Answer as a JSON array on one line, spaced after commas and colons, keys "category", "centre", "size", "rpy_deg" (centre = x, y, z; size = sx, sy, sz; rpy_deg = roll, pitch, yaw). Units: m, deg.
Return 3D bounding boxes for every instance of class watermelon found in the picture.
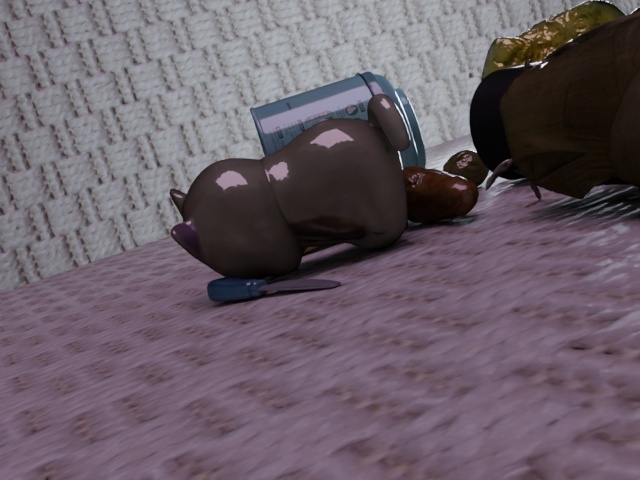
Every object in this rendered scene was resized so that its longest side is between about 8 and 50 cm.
[{"category": "watermelon", "centre": [0.529, -0.335, 1.804], "size": [0.331, 0.330, 0.189], "rpy_deg": [-13, -6, 32]}]

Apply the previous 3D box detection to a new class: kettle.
[{"category": "kettle", "centre": [0.449, -0.196, 1.441], "size": [0.308, 0.262, 0.203], "rpy_deg": [-1, 52, 56]}]

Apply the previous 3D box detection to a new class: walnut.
[{"category": "walnut", "centre": [0.285, -0.138, 1.656], "size": [0.092, 0.092, 0.092], "rpy_deg": [-17, 7, 2]}]

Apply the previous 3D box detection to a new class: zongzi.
[{"category": "zongzi", "centre": [0.297, -0.128, 0.947], "size": [0.500, 0.218, 0.467], "rpy_deg": [-11, 10, 45]}]

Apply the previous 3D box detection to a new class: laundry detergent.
[{"category": "laundry detergent", "centre": [0.043, -0.183, 1.747], "size": [0.305, 0.287, 0.287], "rpy_deg": [-18, 7, -3]}]

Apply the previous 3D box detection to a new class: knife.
[{"category": "knife", "centre": [-0.060, 0.061, 1.166], "size": [0.244, 0.032, 0.058], "rpy_deg": [-6, 4, 38]}]

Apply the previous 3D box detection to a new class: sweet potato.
[{"category": "sweet potato", "centre": [0.154, -0.076, 1.399], "size": [0.355, 0.095, 0.106], "rpy_deg": [-11, 49, 63]}]

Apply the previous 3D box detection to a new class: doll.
[{"category": "doll", "centre": [-0.028, -0.057, 1.286], "size": [0.371, 0.226, 0.215], "rpy_deg": [-25, 32, 5]}]

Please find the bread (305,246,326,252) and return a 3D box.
[{"category": "bread", "centre": [0.000, 0.000, 1.491], "size": [0.109, 0.080, 0.084], "rpy_deg": [-60, 14, 1]}]
